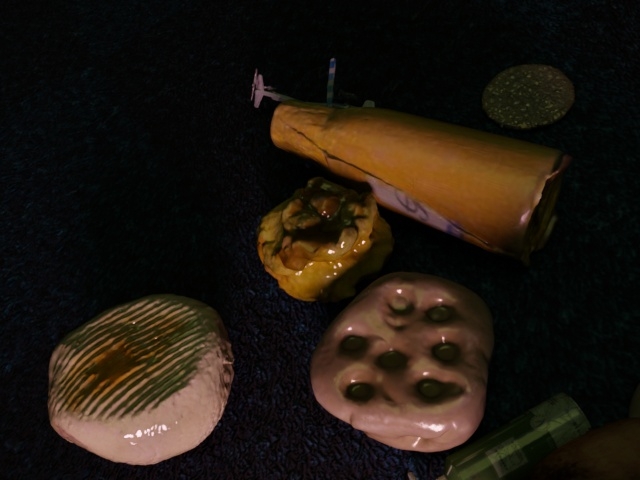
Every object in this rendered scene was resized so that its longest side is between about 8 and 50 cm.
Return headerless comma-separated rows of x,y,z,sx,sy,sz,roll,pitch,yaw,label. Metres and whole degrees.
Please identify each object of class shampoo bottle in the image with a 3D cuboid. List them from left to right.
0.199,0.243,0.664,0.205,0.065,0.065,-28,53,-3,shampoo bottle

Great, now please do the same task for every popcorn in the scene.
0.000,-0.005,0.842,0.198,0.155,0.197,-16,42,15,popcorn

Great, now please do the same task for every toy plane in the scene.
-0.003,-0.220,1.047,0.273,0.107,0.181,7,101,42,toy plane

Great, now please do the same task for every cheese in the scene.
0.107,0.151,0.717,0.235,0.117,0.218,-25,51,-2,cheese

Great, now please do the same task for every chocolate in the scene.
0.120,-0.106,0.866,0.445,0.162,0.162,22,65,27,chocolate

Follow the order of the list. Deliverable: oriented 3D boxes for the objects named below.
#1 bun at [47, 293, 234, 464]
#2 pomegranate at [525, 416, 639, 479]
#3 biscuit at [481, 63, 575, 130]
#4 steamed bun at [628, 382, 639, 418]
-0.224,0.182,0.777,0.244,0.153,0.243,-1,47,2,bun
0.305,0.296,0.467,0.322,0.322,0.322,-8,54,11,pomegranate
0.343,-0.238,0.980,0.152,0.020,0.152,-8,56,12,biscuit
0.401,0.187,0.623,0.130,0.091,0.112,27,69,30,steamed bun
